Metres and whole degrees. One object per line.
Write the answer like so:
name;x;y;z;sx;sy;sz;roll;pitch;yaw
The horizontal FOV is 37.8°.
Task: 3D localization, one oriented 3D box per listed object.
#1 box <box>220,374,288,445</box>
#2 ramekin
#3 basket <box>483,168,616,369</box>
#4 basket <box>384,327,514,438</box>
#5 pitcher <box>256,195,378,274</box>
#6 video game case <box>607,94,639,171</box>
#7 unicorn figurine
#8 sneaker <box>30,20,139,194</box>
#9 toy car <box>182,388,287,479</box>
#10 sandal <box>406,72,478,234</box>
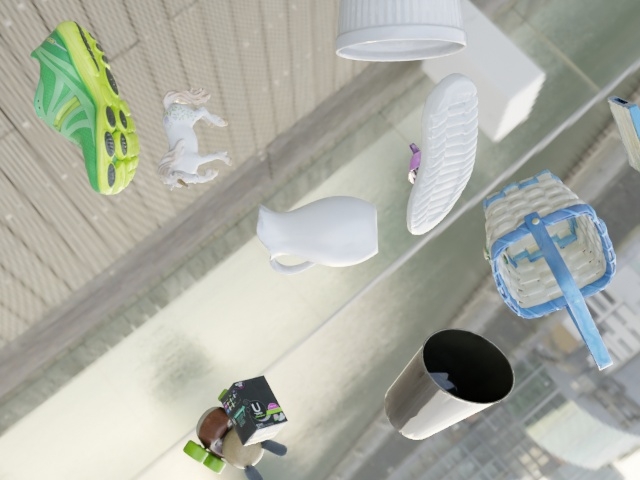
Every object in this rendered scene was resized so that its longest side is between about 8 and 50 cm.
box;-0.100;0.254;1.404;0.062;0.083;0.052;-6;145;-41
ramekin;0.123;-0.349;1.459;0.207;0.109;0.207;-2;-178;0
basket;0.393;0.050;1.558;0.201;0.289;0.255;-28;131;6
basket;0.231;0.292;1.843;0.204;0.154;0.227;14;143;-21
pitcher;0.000;0.000;1.683;0.207;0.126;0.178;-3;145;5
video game case;0.479;-0.158;1.430;0.015;0.119;0.166;-20;-169;11
unicorn figurine;-0.159;-0.112;1.137;0.111;0.162;0.060;1;148;-47
sneaker;-0.371;-0.195;1.460;0.123;0.296;0.109;-26;162;17
toy car;-0.157;0.425;1.924;0.155;0.188;0.149;-56;144;-13
sandal;0.238;-0.185;1.929;0.169;0.102;0.416;-27;146;-28
